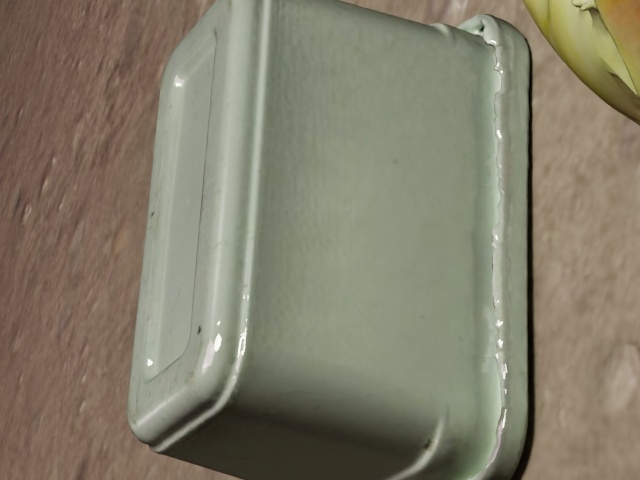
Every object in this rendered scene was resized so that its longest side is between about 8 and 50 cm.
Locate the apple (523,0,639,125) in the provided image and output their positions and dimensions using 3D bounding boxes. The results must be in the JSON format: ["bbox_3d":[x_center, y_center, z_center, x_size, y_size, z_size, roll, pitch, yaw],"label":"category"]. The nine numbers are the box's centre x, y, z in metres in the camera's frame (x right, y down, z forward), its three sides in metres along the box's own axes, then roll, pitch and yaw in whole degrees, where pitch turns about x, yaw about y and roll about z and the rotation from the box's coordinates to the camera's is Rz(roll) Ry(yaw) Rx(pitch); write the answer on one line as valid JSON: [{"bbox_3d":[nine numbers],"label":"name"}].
[{"bbox_3d":[0.167,-0.090,0.730,0.120,0.193,0.265,-29,18,9],"label":"apple"}]

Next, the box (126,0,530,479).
[{"bbox_3d":[0.000,0.000,0.972,0.175,0.182,0.311,-38,41,52],"label":"box"}]
